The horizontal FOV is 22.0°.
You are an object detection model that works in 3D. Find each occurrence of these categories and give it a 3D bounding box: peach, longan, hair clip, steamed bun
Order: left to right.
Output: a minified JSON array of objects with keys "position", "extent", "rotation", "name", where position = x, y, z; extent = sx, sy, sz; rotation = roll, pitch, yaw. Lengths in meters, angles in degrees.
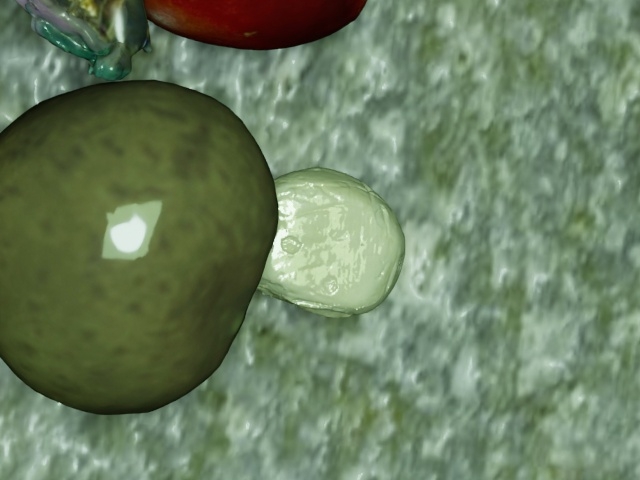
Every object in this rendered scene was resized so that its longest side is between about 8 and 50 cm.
[{"position":[-0.261,-0.242,1.216],"extent":[0.358,0.096,0.110],"rotation":[32,65,17],"name":"hair clip"},{"position":[-0.150,0.006,1.205],"extent":[0.215,0.246,0.246],"rotation":[-34,96,-53],"name":"longan"},{"position":[-0.056,-0.261,1.237],"extent":[0.243,0.199,0.244],"rotation":[2,80,-12],"name":"peach"},{"position":[0.000,0.000,1.294],"extent":[0.129,0.091,0.113],"rotation":[13,90,-13],"name":"steamed bun"}]
